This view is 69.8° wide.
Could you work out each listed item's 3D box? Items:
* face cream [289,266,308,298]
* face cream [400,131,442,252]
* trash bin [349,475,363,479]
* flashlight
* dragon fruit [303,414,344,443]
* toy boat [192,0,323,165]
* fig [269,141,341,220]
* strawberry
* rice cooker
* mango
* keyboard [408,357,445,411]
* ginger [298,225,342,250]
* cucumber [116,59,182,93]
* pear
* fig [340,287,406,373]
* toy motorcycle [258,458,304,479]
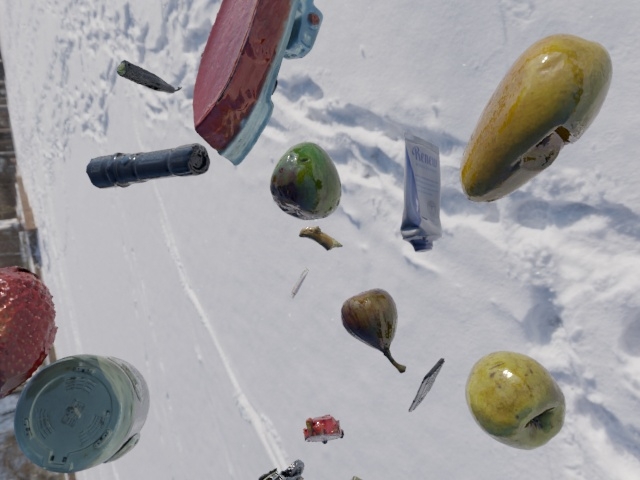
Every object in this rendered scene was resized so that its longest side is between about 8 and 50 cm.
[{"bbox_3d":[-0.073,0.146,1.581,0.115,0.020,0.038,-62,23,5],"label":"face cream"},{"bbox_3d":[0.370,-0.166,1.676,0.137,0.234,0.421,-6,80,46],"label":"face cream"},{"bbox_3d":[0.057,0.477,0.809,0.043,0.092,0.061,24,135,5],"label":"trash bin"},{"bbox_3d":[-0.474,-0.200,1.244,0.423,0.103,0.103,0,100,32],"label":"flashlight"},{"bbox_3d":[0.008,0.508,1.252,0.112,0.126,0.068,-25,53,26],"label":"dragon fruit"},{"bbox_3d":[-0.091,-0.278,0.703,0.145,0.133,0.332,18,88,46],"label":"toy boat"},{"bbox_3d":[-0.035,-0.143,1.128,0.181,0.181,0.191,15,100,58],"label":"fig"},{"bbox_3d":[-0.705,0.206,1.010,0.288,0.238,0.250,40,135,37],"label":"strawberry"},{"bbox_3d":[-0.590,0.433,1.178,0.277,0.288,0.289,117,136,-71],"label":"rice cooker"},{"bbox_3d":[0.300,-0.168,0.670,0.262,0.130,0.167,-59,7,40],"label":"mango"},{"bbox_3d":[0.320,0.441,1.387,0.016,0.106,0.262,37,147,26],"label":"keyboard"},{"bbox_3d":[0.003,-0.004,1.399,0.137,0.044,0.057,30,157,-2],"label":"ginger"},{"bbox_3d":[-0.406,-0.381,1.102,0.038,0.163,0.043,4,84,34],"label":"cucumber"},{"bbox_3d":[0.623,0.511,1.505,0.304,0.303,0.304,27,122,54],"label":"pear"},{"bbox_3d":[0.216,0.334,1.665,0.321,0.216,0.217,61,146,24],"label":"fig"},{"bbox_3d":[-0.135,0.764,1.384,0.094,0.229,0.130,18,118,38],"label":"toy motorcycle"}]
